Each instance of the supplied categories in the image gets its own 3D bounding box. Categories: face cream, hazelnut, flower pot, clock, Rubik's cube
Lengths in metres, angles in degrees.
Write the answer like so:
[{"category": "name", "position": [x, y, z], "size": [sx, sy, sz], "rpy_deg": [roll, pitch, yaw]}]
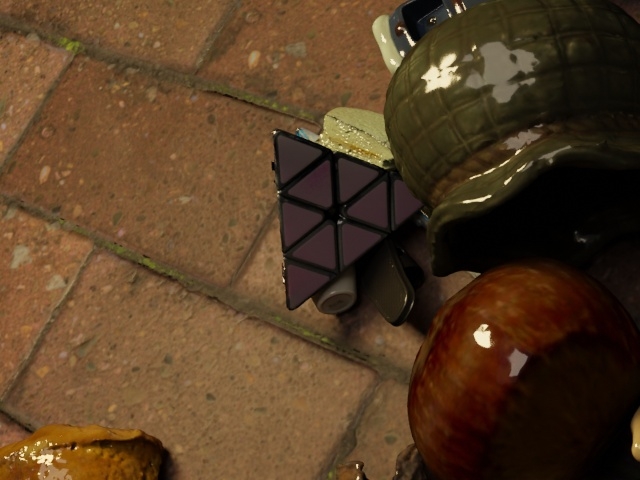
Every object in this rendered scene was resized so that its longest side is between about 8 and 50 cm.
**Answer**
[{"category": "face cream", "position": [0.000, 0.000, 1.520], "size": [0.072, 0.051, 0.182], "rpy_deg": [-27, 51, 17]}, {"category": "hazelnut", "position": [0.179, 0.125, 1.216], "size": [0.234, 0.218, 0.218], "rpy_deg": [-48, 48, -7]}, {"category": "flower pot", "position": [0.216, -0.093, 1.296], "size": [0.302, 0.302, 0.213], "rpy_deg": [-21, 64, 21]}, {"category": "clock", "position": [0.189, -0.251, 1.491], "size": [0.243, 0.146, 0.199], "rpy_deg": [-33, 45, 22]}, {"category": "Rubik's cube", "position": [0.038, -0.020, 1.457], "size": [0.178, 0.211, 0.190], "rpy_deg": [-1, 89, 1]}]

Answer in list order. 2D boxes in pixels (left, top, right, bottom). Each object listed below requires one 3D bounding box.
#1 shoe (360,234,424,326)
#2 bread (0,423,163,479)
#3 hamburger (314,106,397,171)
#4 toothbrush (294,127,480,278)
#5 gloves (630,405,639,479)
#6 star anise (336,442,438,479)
[{"category": "shoe", "position": [0.086, 0.048, 1.435], "size": [0.062, 0.053, 0.159], "rpy_deg": [-63, 20, 19]}, {"category": "bread", "position": [-0.292, 0.285, 1.493], "size": [0.229, 0.139, 0.143], "rpy_deg": [-26, 60, 20]}, {"category": "hamburger", "position": [0.063, -0.116, 1.533], "size": [0.121, 0.084, 0.054], "rpy_deg": [24, 119, 34]}, {"category": "toothbrush", "position": [0.092, -0.039, 1.496], "size": [0.042, 0.035, 0.413], "rpy_deg": [-37, 47, -18]}, {"category": "gloves", "position": [0.367, 0.137, 1.131], "size": [0.197, 0.152, 0.301], "rpy_deg": [40, 84, 29]}, {"category": "star anise", "position": [0.071, 0.283, 1.292], "size": [0.212, 0.073, 0.197], "rpy_deg": [-41, 51, 2]}]
